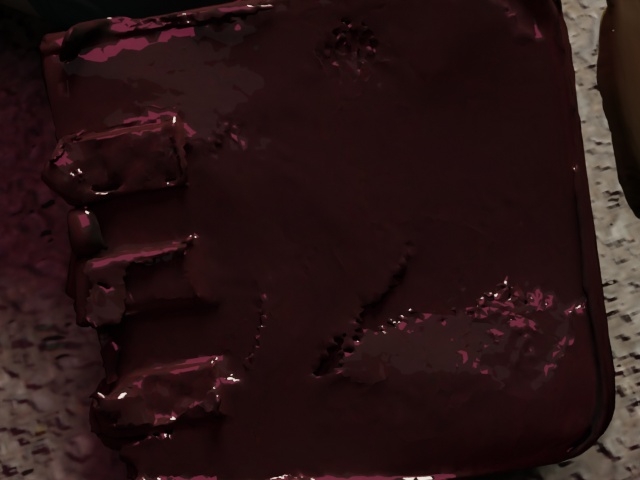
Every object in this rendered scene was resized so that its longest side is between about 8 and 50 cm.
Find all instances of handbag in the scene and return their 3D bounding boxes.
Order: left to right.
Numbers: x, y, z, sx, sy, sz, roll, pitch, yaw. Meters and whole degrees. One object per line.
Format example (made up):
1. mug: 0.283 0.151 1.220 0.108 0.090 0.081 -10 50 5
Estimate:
1. handbag: 0.001 0.000 0.637 0.216 0.074 0.203 -11 96 3

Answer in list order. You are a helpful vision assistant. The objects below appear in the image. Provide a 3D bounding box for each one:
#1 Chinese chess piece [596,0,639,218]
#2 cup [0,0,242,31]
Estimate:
1. Chinese chess piece: 0.241 -0.126 0.579 0.140 0.338 0.338 23 64 38
2. cup: -0.105 -0.212 0.692 0.257 0.290 0.219 24 83 18
